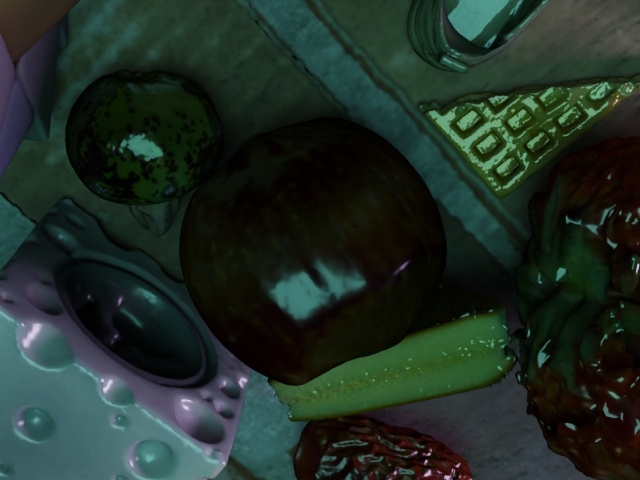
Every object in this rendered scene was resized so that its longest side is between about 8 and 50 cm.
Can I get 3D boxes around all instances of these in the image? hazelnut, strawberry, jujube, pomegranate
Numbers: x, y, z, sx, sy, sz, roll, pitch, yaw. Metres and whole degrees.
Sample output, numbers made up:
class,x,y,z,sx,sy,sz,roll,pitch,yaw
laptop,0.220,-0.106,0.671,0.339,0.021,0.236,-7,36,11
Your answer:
class,x,y,z,sx,sy,sz,roll,pitch,yaw
hazelnut,0.000,0.000,0.985,0.218,0.234,0.218,24,129,33
strawberry,0.336,0.071,0.981,0.351,0.267,0.312,2,82,-19
jujube,0.060,0.230,1.125,0.176,0.109,0.112,19,133,-3
pomegranate,-0.157,-0.083,1.035,0.138,0.163,0.126,-9,70,-9

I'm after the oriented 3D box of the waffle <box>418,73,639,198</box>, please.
class,x,y,z,sx,sy,sz,roll,pitch,yaw
waffle,0.199,-0.136,1.031,0.191,0.032,0.125,-41,101,14

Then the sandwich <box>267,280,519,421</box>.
class,x,y,z,sx,sy,sz,roll,pitch,yaw
sandwich,0.073,0.103,1.085,0.244,0.088,0.090,-18,112,22

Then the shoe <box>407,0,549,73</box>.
class,x,y,z,sx,sy,sz,roll,pitch,yaw
shoe,0.173,-0.251,0.953,0.103,0.098,0.275,29,108,-11

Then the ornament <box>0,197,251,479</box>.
class,x,y,z,sx,sy,sz,roll,pitch,yaw
ornament,-0.228,0.151,1.045,0.239,0.239,0.240,37,108,-10

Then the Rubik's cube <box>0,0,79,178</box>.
class,x,y,z,sx,sy,sz,roll,pitch,yaw
Rubik's cube,-0.362,-0.200,0.870,0.358,0.368,0.387,9,69,2
